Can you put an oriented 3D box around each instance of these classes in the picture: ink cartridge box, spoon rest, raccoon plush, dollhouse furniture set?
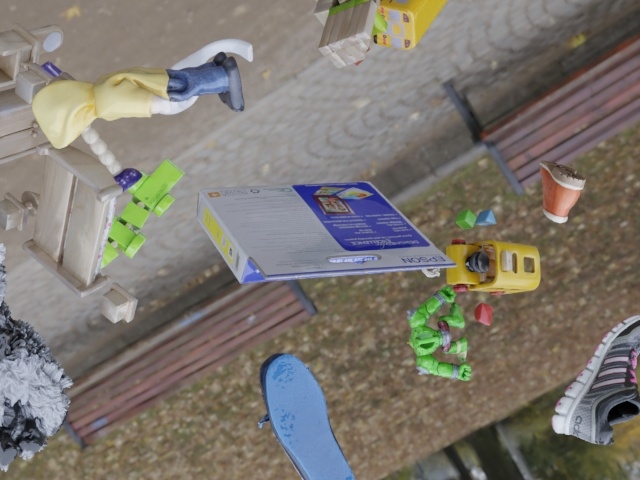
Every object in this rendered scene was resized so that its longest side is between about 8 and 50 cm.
[{"bbox_3d":[0.000,0.000,1.456,0.304,0.307,0.072,-3,120,-24],"label":"ink cartridge box"},{"bbox_3d":[-0.286,-0.392,2.245,0.276,0.084,0.137,-38,155,-25],"label":"spoon rest"},{"bbox_3d":[-0.569,0.167,1.600,0.216,0.446,0.299,-4,-162,-41],"label":"raccoon plush"},{"bbox_3d":[-0.337,-0.111,1.427,0.174,0.356,0.303,-31,152,-48],"label":"dollhouse furniture set"}]

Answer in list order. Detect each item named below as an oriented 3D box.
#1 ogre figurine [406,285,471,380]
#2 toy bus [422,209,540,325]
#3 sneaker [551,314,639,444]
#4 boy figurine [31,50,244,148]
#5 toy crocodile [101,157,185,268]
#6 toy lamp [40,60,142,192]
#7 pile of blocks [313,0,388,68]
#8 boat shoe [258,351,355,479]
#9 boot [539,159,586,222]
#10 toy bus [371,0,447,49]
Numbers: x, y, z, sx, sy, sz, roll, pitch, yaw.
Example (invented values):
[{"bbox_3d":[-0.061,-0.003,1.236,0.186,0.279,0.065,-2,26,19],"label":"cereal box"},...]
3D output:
[{"bbox_3d":[0.248,0.204,2.032,0.118,0.196,0.097,-8,-166,-16],"label":"ogre figurine"},{"bbox_3d":[0.319,0.045,1.788,0.104,0.191,0.202,-14,-151,53],"label":"toy bus"},{"bbox_3d":[0.328,0.158,1.052,0.170,0.075,0.063,-47,145,-22],"label":"sneaker"},{"bbox_3d":[-0.252,-0.197,1.332,0.285,0.092,0.177,-16,-157,-17],"label":"boy figurine"},{"bbox_3d":[-0.464,-0.064,2.401,0.340,0.115,0.105,-57,-171,-20],"label":"toy crocodile"},{"bbox_3d":[-0.448,-0.212,1.806,0.080,0.274,0.080,-29,-161,11],"label":"toy lamp"},{"bbox_3d":[0.064,-0.462,1.881,0.149,0.362,0.113,-32,133,18],"label":"pile of blocks"},{"bbox_3d":[-0.039,0.283,1.417,0.109,0.258,0.089,-25,-163,-25],"label":"boat shoe"},{"bbox_3d":[0.374,-0.079,1.524,0.158,0.059,0.084,-74,178,-73],"label":"boot"},{"bbox_3d":[0.207,-0.550,2.051,0.332,0.130,0.108,-56,150,-35],"label":"toy bus"}]
